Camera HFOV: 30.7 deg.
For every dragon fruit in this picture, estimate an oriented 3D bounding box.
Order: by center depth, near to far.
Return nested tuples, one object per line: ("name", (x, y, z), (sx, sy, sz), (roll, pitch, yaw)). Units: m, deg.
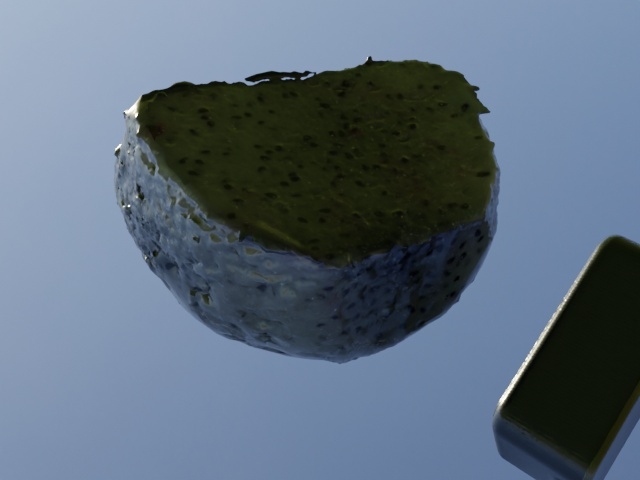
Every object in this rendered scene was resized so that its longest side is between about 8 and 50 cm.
("dragon fruit", (0.000, 0.000, 0.906), (0.283, 0.204, 0.221), (-13, -132, -22))

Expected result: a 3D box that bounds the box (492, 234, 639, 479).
("box", (0.222, 0.104, 0.933), (0.090, 0.144, 0.201), (29, -102, 21))
